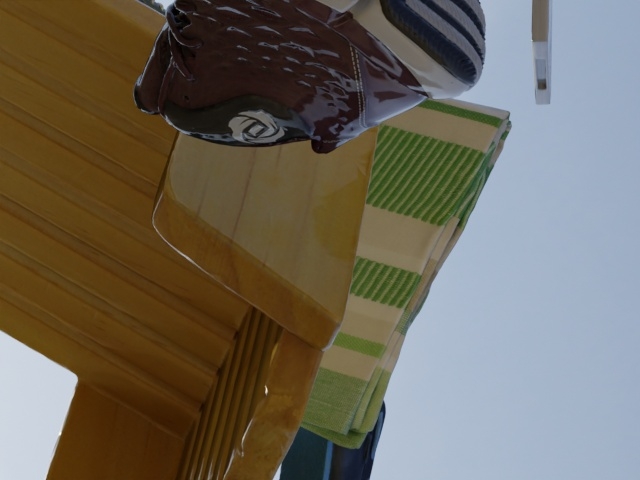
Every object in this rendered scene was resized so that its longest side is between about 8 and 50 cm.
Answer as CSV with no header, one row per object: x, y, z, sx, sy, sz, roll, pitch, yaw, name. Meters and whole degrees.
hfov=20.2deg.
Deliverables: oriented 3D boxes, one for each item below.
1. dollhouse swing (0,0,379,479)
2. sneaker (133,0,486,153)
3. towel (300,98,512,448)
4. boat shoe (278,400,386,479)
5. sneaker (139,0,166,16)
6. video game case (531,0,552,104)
-0.167,0.030,1.134,0.315,0.305,0.346,-78,-168,-51,dollhouse swing
-0.068,-0.129,0.863,0.162,0.281,0.106,-35,-154,37,sneaker
0.000,0.000,1.562,0.248,0.038,0.324,18,-109,28,towel
0.013,0.252,1.537,0.109,0.089,0.258,26,-75,51,boat shoe
-0.172,-0.206,1.562,0.064,0.192,0.086,158,-60,-72,sneaker
0.136,-0.142,1.098,0.011,0.122,0.087,0,-103,8,video game case
